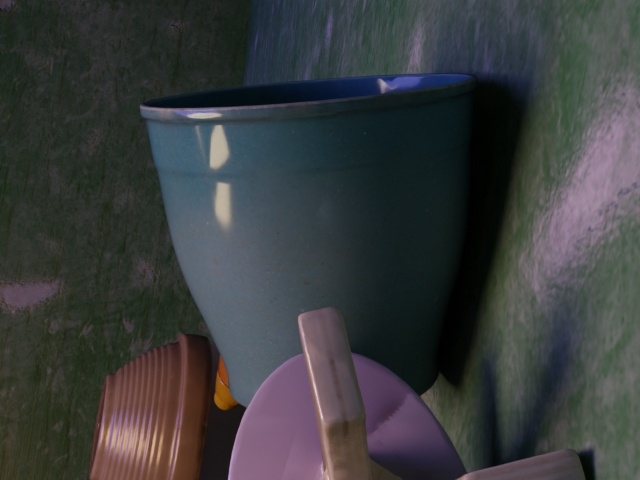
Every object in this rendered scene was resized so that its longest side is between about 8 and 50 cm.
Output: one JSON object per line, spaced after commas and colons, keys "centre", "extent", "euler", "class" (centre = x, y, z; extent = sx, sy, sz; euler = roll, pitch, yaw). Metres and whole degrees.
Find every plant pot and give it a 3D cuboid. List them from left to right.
{"centre": [-0.199, 0.218, 1.140], "extent": [0.237, 0.109, 0.237], "euler": [-169, 90, -76], "class": "plant pot"}
{"centre": [0.000, 0.000, 0.836], "extent": [0.271, 0.271, 0.255], "euler": [-127, 31, -75], "class": "plant pot"}

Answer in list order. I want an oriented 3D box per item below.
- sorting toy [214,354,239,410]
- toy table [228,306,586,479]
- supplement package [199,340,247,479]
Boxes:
{"centre": [-0.026, 0.199, 0.943], "extent": [0.126, 0.127, 0.365], "euler": [-55, 40, 21], "class": "sorting toy"}
{"centre": [0.029, 0.187, 0.627], "extent": [0.161, 0.252, 0.274], "euler": [90, 155, -70], "class": "toy table"}
{"centre": [-0.078, 0.295, 1.202], "extent": [0.177, 0.175, 0.293], "euler": [117, 158, -56], "class": "supplement package"}
